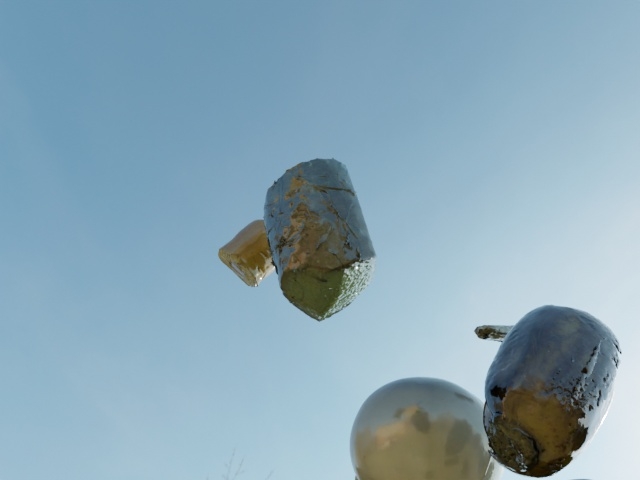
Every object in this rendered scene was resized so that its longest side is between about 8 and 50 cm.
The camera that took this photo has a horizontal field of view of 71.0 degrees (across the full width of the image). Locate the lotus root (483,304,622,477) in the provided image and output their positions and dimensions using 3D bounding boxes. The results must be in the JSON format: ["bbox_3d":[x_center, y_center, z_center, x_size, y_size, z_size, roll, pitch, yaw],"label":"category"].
[{"bbox_3d":[0.383,0.229,0.750,0.179,0.397,0.196,29,-54,31],"label":"lotus root"}]

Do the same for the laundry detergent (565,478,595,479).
[{"bbox_3d":[0.298,0.389,0.601,0.210,0.063,0.137,-3,-28,-38],"label":"laundry detergent"}]

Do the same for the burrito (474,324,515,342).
[{"bbox_3d":[0.469,0.242,1.171,0.188,0.045,0.058,11,-49,-32],"label":"burrito"}]

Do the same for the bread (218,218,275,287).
[{"bbox_3d":[-0.154,0.023,1.101,0.134,0.173,0.085,41,-37,0],"label":"bread"}]

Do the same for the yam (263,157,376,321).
[{"bbox_3d":[-0.004,-0.001,0.859,0.201,0.272,0.203,-16,-38,-10],"label":"yam"}]

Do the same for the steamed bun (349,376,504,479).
[{"bbox_3d":[0.249,0.498,1.091,0.373,0.334,0.334,-19,-64,45],"label":"steamed bun"}]
